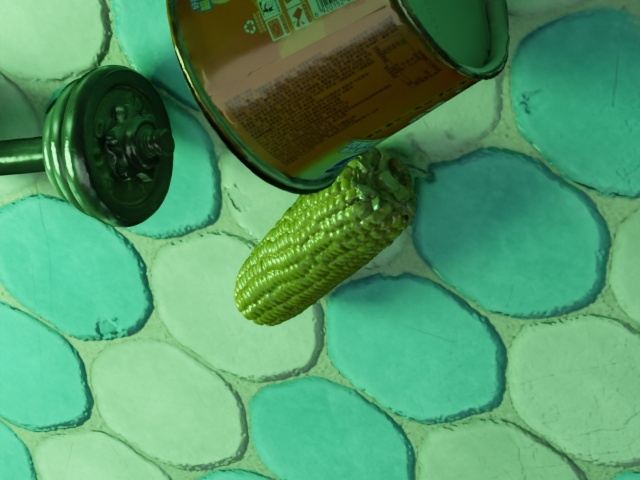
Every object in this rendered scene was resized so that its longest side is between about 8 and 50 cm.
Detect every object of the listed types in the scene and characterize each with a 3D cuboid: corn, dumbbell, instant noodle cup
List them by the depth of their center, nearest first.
[{"bbox_3d":[0.027,-0.212,1.777,0.214,0.296,0.296,-22,116,31],"label":"instant noodle cup"},{"bbox_3d":[0.000,0.000,2.099,0.106,0.106,0.305,38,140,-8],"label":"corn"},{"bbox_3d":[-0.335,-0.092,2.134,0.406,0.179,0.179,-3,127,29],"label":"dumbbell"}]
